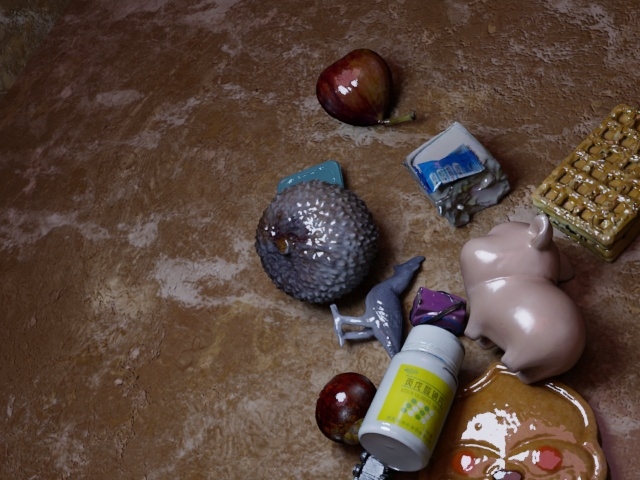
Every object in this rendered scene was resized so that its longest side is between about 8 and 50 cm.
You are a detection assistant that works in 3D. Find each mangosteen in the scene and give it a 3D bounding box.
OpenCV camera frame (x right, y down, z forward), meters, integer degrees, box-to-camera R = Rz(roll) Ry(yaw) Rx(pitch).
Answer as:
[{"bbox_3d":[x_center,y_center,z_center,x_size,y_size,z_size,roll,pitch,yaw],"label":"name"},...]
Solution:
[{"bbox_3d":[0.078,0.348,1.529,0.181,0.146,0.156,19,66,37],"label":"mangosteen"}]

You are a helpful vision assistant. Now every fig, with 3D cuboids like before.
[{"bbox_3d":[0.113,-0.364,1.958,0.203,0.186,0.250,-30,84,-9],"label":"fig"}]

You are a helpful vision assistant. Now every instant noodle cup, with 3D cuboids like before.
[{"bbox_3d":[-0.015,-0.106,1.909,0.179,0.070,0.157,-19,55,15],"label":"instant noodle cup"}]

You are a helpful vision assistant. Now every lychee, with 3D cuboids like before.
[{"bbox_3d":[0.000,0.005,1.703,0.299,0.300,0.300,-13,56,20],"label":"lychee"}]

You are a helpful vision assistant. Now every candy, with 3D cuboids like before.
[{"bbox_3d":[0.309,-0.149,1.728,0.184,0.137,0.195,-36,50,2],"label":"candy"},{"bbox_3d":[0.279,-0.160,1.638,0.136,0.038,0.088,-24,52,1],"label":"candy"}]

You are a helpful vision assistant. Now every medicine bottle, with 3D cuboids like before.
[{"bbox_3d":[0.183,0.300,1.450,0.143,0.143,0.258,7,48,30],"label":"medicine bottle"}]

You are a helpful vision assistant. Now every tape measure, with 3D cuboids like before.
[{"bbox_3d":[0.250,0.150,1.578,0.118,0.125,0.074,13,61,-3],"label":"tape measure"}]

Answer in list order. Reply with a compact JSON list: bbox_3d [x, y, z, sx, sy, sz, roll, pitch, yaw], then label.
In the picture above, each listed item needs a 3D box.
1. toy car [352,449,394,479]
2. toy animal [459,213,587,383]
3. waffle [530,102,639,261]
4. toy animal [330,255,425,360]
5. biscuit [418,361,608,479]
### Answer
[{"bbox_3d":[0.094,0.496,1.484,0.071,0.062,0.165,15,68,34],"label":"toy car"},{"bbox_3d":[0.396,0.108,1.471,0.269,0.237,0.326,-46,49,1],"label":"toy animal"},{"bbox_3d":[0.624,-0.131,1.586,0.308,0.091,0.213,-45,51,-5],"label":"waffle"},{"bbox_3d":[0.123,0.184,1.642,0.205,0.081,0.367,2,58,7],"label":"toy animal"},{"bbox_3d":[0.349,0.444,1.390,0.349,0.078,0.456,-6,58,20],"label":"biscuit"}]
